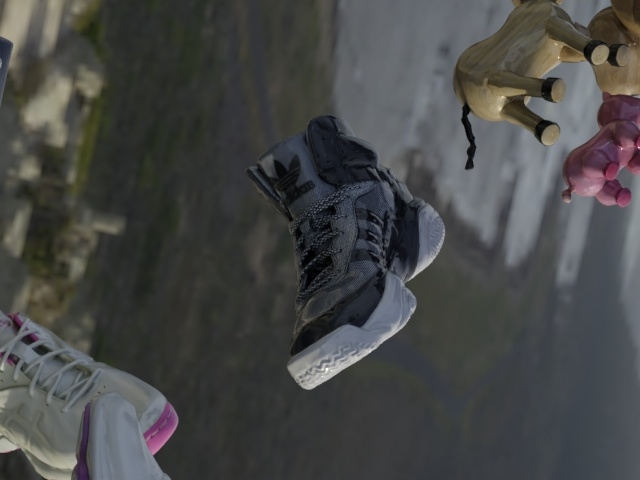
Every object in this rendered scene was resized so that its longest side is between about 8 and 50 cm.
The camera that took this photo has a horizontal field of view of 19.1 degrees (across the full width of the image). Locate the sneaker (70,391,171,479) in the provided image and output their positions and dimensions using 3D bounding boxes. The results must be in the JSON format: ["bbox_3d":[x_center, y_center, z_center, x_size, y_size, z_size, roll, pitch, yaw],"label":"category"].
[{"bbox_3d":[-0.097,0.255,1.442,0.114,0.152,0.305,134,-63,-73],"label":"sneaker"}]

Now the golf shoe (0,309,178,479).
[{"bbox_3d":[-0.254,0.133,1.718,0.115,0.306,0.140,-48,125,-29],"label":"golf shoe"}]

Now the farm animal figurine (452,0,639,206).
[{"bbox_3d":[0.263,-0.191,1.583,0.330,0.172,0.327,12,101,-41],"label":"farm animal figurine"}]

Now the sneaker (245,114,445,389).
[{"bbox_3d":[0.000,0.000,1.438,0.101,0.153,0.268,-35,-170,27],"label":"sneaker"}]

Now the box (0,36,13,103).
[{"bbox_3d":[-0.378,-0.033,1.263,0.296,0.182,0.294,17,83,-62],"label":"box"}]
